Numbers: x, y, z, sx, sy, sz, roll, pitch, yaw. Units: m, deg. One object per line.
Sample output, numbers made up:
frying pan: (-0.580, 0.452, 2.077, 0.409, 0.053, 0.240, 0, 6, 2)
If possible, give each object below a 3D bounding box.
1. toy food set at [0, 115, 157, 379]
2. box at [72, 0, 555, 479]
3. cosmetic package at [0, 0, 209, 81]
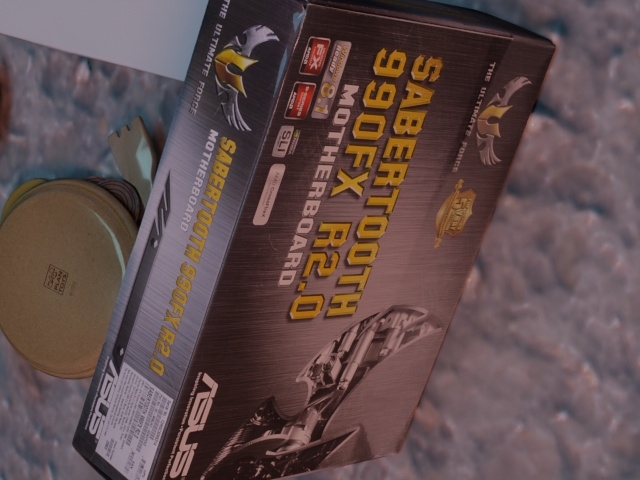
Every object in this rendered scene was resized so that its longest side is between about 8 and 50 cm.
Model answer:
toy food set: (-0.152, 0.019, 0.891, 0.192, 0.038, 0.132, -28, 79, 26)
box: (0.000, 0.000, 0.663, 0.056, 0.183, 0.231, 32, 110, 36)
cosmetic package: (-0.099, -0.128, 0.799, 0.239, 0.099, 0.060, 18, 103, 38)
